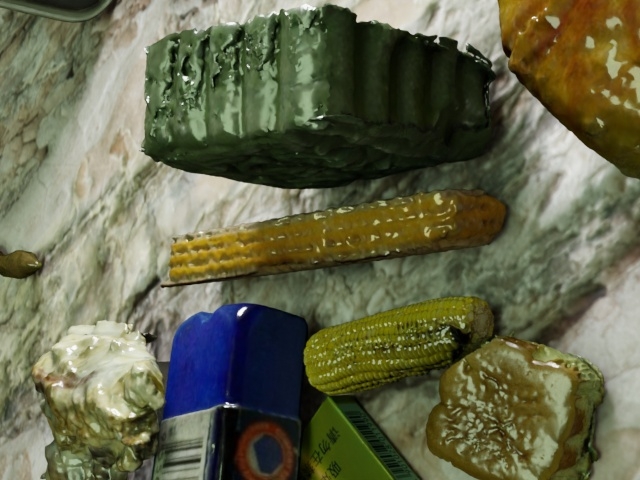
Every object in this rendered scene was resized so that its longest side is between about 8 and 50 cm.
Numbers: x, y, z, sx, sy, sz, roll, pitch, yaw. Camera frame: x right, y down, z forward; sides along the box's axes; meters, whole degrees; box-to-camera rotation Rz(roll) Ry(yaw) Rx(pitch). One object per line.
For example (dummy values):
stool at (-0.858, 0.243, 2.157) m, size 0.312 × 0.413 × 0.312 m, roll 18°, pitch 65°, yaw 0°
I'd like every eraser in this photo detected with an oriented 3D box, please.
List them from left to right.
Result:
eraser at (-0.096, 0.235, 1.228) m, size 0.155 × 0.102 × 0.332 m, roll -21°, pitch 57°, yaw 52°

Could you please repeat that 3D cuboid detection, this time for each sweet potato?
sweet potato at (-0.389, 0.027, 1.601) m, size 0.153 × 0.038 × 0.041 m, roll 14°, pitch 74°, yaw 50°

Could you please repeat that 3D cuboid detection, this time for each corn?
corn at (0.067, 0.096, 1.162) m, size 0.203 × 0.072 × 0.072 m, roll -19°, pitch 74°, yaw 38°

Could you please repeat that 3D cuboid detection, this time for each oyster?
oyster at (-0.256, 0.181, 1.350) m, size 0.354 × 0.107 × 0.201 m, roll -40°, pitch 47°, yaw 50°

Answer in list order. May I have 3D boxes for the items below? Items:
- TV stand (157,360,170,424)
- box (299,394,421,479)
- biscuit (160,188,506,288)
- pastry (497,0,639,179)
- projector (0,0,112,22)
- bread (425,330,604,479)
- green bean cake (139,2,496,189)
TV stand at (-0.135, 0.248, 1.348) m, size 0.040 × 0.049 × 0.256 m, roll -43°, pitch 61°, yaw 33°
box at (0.062, 0.309, 1.168) m, size 0.311 × 0.043 × 0.173 m, roll 49°, pitch 118°, yaw 33°
biscuit at (0.000, 0.000, 1.216) m, size 0.379 × 0.094 × 0.054 m, roll -9°, pitch 87°, yaw 42°
pastry at (0.277, -0.205, 0.952) m, size 0.330 × 0.136 × 0.329 m, roll -6°, pitch 82°, yaw 42°
projector at (-0.384, -0.411, 1.484) m, size 0.249 × 0.249 × 0.248 m, roll 25°, pitch 103°, yaw 40°
bread at (0.165, 0.144, 1.072) m, size 0.140 × 0.069 × 0.127 m, roll 17°, pitch 97°, yaw 40°
green bean cake at (0.000, -0.122, 1.125) m, size 0.255 × 0.241 × 0.132 m, roll -2°, pitch 84°, yaw 42°
